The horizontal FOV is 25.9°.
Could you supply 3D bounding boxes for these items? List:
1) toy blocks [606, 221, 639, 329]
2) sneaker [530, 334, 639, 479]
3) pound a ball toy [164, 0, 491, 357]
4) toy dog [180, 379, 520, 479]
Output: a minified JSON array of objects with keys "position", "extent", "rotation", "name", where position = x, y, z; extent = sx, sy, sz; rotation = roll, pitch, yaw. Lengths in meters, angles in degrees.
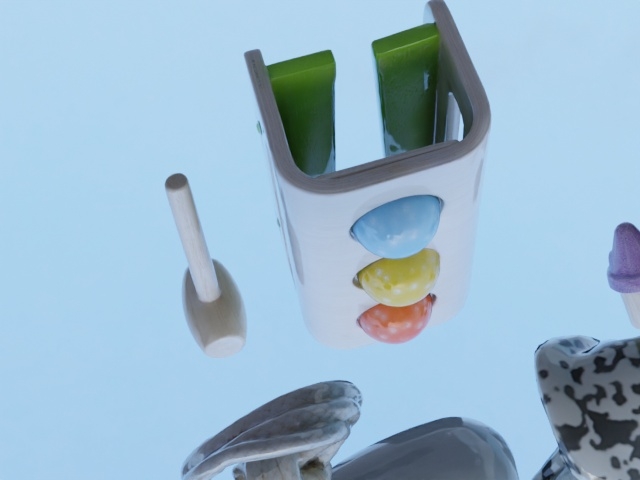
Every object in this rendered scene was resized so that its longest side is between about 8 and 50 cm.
[{"position":[0.347,-0.066,1.044],"extent":[0.309,0.260,0.288],"rotation":[-29,-157,-13],"name":"toy blocks"},{"position":[0.156,0.046,0.383],"extent":[0.182,0.410,0.158],"rotation":[8,-139,-27],"name":"sneaker"},{"position":[0.000,0.000,0.917],"extent":[0.208,0.319,0.135],"rotation":[-16,-113,-4],"name":"pound a ball toy"},{"position":[-0.053,0.212,0.640],"extent":[0.334,0.220,0.161],"rotation":[-32,-113,18],"name":"toy dog"}]
